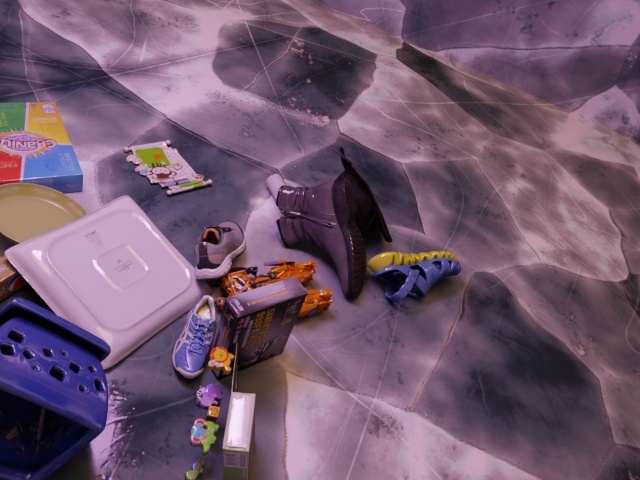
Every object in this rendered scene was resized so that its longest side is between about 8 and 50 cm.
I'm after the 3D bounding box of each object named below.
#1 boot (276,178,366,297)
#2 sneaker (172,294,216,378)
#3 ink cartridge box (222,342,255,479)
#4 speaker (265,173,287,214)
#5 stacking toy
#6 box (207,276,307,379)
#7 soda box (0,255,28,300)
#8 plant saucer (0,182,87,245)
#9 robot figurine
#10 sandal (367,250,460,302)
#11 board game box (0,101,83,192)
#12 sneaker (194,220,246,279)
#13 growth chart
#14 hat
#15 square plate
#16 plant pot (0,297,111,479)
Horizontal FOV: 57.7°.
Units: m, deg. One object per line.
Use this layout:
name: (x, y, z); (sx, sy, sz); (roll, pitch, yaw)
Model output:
boot: (0.000, 0.000, 1.636); (0.223, 0.337, 0.118); (-7, 0, 22)
sneaker: (-0.285, 0.215, 1.323); (0.080, 0.081, 0.211); (15, 44, -14)
ink cartridge box: (-0.158, 0.353, 1.177); (0.056, 0.171, 0.235); (6, 44, -2)
speaker: (-0.118, -0.140, 1.781); (0.055, 0.055, 0.136); (-9, 52, -32)
stacking toy: (-0.229, 0.347, 1.154); (0.052, 0.167, 0.221); (15, 44, -9)
box: (-0.144, 0.197, 1.299); (0.183, 0.231, 0.056); (-15, 52, -37)
soda box: (-0.703, 0.092, 1.256); (0.058, 0.061, 0.181); (31, 42, 15)
plant saucer: (-0.678, -0.049, 1.396); (0.241, 0.037, 0.241); (26, 29, -15)
robot figurine: (-0.126, 0.131, 1.481); (0.291, 0.085, 0.211); (-7, 50, -31)
sandal: (0.281, 0.106, 1.695); (0.318, 0.126, 0.138); (-3, 72, -29)
board game box: (-0.799, -0.248, 1.552); (0.242, 0.064, 0.316); (-11, 53, -34)
sneaker: (-0.256, 0.001, 1.491); (0.100, 0.107, 0.271); (-4, 23, 6)
growth chart: (-0.458, -0.217, 1.721); (0.172, 0.021, 0.237); (-27, 63, -40)
hat: (0.085, -0.112, 1.749); (0.134, 0.331, 0.331); (-28, 56, 2)
square plate: (-0.468, 0.070, 1.350); (0.344, 0.049, 0.347); (48, 43, 4)
plant pot: (-0.521, 0.255, 1.020); (0.236, 0.236, 0.212); (38, 25, -31)
